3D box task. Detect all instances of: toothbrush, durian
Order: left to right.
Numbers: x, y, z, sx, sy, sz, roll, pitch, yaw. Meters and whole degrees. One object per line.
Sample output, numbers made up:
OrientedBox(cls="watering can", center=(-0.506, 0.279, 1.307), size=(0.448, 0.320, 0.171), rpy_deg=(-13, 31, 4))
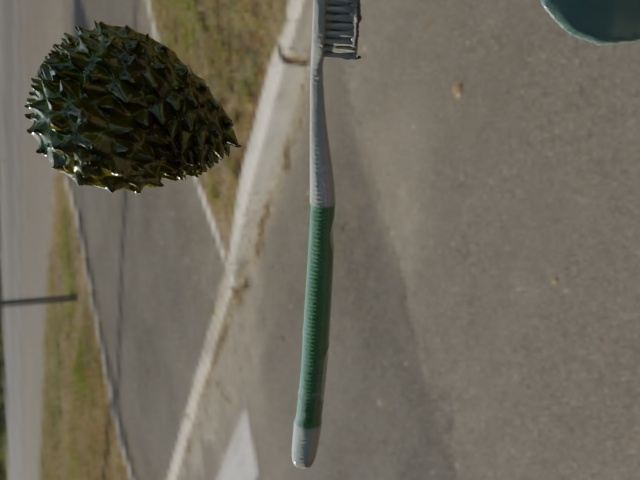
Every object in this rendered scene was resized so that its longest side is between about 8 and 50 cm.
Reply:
OrientedBox(cls="durian", center=(-0.162, -0.095, 0.901), size=(0.108, 0.187, 0.119), rpy_deg=(-63, 0, -34))
OrientedBox(cls="toothbrush", center=(0.000, 0.000, 0.545), size=(0.018, 0.024, 0.257), rpy_deg=(-71, -13, -67))

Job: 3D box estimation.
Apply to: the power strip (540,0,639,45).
OrientedBox(cls="power strip", center=(0.101, -0.123, 0.215), size=(0.216, 0.044, 0.137), rpy_deg=(158, 116, -77))
